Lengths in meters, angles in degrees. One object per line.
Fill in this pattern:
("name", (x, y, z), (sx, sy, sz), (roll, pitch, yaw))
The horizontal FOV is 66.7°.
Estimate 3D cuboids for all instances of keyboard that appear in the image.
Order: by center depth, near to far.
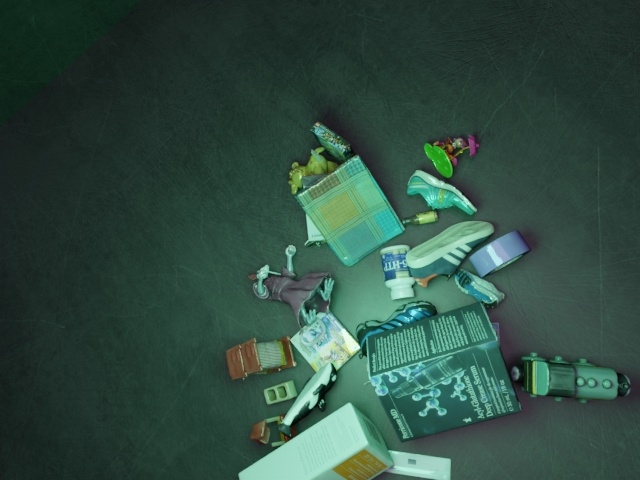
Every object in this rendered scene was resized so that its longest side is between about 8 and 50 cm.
("keyboard", (0.314, 0.770, 1.669), (0.256, 0.014, 0.072), (2, 74, 14))

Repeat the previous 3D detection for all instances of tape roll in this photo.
("tape roll", (0.608, 0.048, 1.651), (0.189, 0.189, 0.080), (-31, 74, 6))

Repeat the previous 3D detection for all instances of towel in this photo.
("towel", (0.114, -0.094, 1.747), (0.272, 0.370, 0.040), (-33, 31, 6))

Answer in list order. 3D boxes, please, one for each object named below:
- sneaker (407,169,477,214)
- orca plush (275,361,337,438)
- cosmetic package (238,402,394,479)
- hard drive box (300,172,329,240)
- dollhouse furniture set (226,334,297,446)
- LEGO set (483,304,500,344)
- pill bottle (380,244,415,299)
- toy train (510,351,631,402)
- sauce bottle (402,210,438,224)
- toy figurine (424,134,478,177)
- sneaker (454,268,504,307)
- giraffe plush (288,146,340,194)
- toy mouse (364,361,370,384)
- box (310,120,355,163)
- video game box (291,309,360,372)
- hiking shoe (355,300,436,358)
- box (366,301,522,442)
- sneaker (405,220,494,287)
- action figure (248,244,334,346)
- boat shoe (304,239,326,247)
("sneaker", (0.447, -0.159, 1.793), (0.275, 0.107, 0.109), (32, 99, 26))
("orca plush", (-0.019, 0.565, 1.679), (0.102, 0.151, 0.287), (44, 53, -6))
("cosmetic package", (-0.014, 0.759, 1.615), (0.454, 0.230, 0.161), (-34, 41, 6))
("hard drive box", (0.030, -0.126, 1.793), (0.181, 0.232, 0.089), (-8, 33, -4))
("dollhouse furniture set", (-0.178, 0.537, 1.718), (0.152, 0.201, 0.373), (-26, 71, 30))
("LEGO set", (0.529, 0.348, 1.694), (0.183, 0.060, 0.243), (-3, 89, 12))
("pill bottle", (0.284, 0.118, 1.758), (0.112, 0.112, 0.186), (-11, 76, 12))
("toy train", (0.770, 0.431, 1.499), (0.335, 0.190, 0.142), (8, 80, -8))
("sauce bottle", (0.372, -0.081, 1.814), (0.128, 0.042, 0.042), (-11, 76, 9))
("toy figurine", (0.503, -0.340, 1.818), (0.159, 0.130, 0.173), (-29, 48, -7))
("sneaker", (0.560, 0.162, 1.712), (0.191, 0.083, 0.071), (43, 134, 33))
("giraffe plush", (-0.037, -0.247, 1.895), (0.171, 0.210, 0.181), (-18, 33, 35))
("toy mouse", (0.212, 0.470, 1.744), (0.143, 0.031, 0.161), (-44, 72, 2))
("box", (0.062, -0.350, 1.846), (0.159, 0.233, 0.044), (40, 91, 17))
("video game box", (0.020, 0.382, 1.803), (0.187, 0.048, 0.205), (-45, 72, 4))
("hiking shoe", (0.272, 0.320, 1.697), (0.304, 0.113, 0.132), (-28, 33, 15))
("box", (0.381, 0.418, 1.544), (0.396, 0.212, 0.293), (-21, 112, 13))
("sneaker", (0.468, 0.051, 1.728), (0.351, 0.131, 0.148), (-24, 113, -10))
("action figure", (-0.117, 0.189, 1.825), (0.371, 0.248, 0.275), (11, 118, 40))
("boat shoe", (0.000, 0.000, 1.889), (0.125, 0.046, 0.038), (-26, 69, -1))
